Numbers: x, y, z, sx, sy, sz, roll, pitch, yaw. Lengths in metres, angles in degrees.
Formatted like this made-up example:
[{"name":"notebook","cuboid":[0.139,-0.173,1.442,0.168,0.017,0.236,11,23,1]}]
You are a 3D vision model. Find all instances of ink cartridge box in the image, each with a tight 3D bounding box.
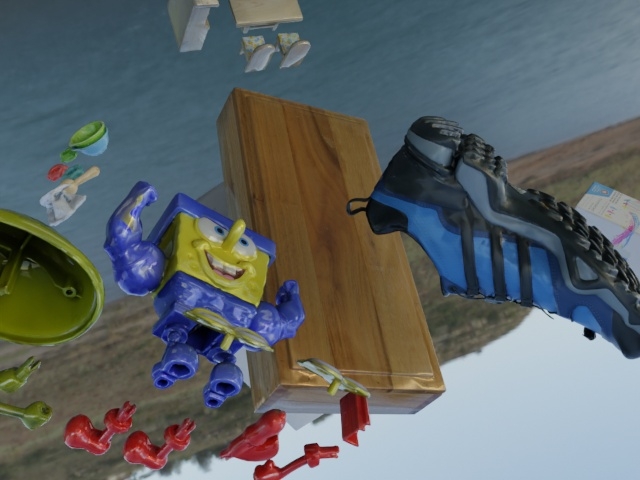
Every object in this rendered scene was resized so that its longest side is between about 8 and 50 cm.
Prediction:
[{"name":"ink cartridge box","cuboid":[0.401,0.003,0.903,0.092,0.143,0.090,-37,147,-46]}]

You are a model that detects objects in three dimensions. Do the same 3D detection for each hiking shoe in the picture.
[{"name":"hiking shoe","cuboid":[0.180,0.015,0.653,0.132,0.304,0.113,-52,174,26]}]

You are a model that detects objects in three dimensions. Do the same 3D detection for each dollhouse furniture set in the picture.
[{"name":"dollhouse furniture set","cuboid":[-0.146,-0.447,1.279,0.241,0.212,0.161,-14,169,-24]}]

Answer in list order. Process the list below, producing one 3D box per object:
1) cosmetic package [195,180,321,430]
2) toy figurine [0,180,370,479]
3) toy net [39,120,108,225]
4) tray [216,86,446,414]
[{"name":"cosmetic package","cuboid":[-0.093,0.111,1.096,0.155,0.366,0.197,-34,-145,8]},{"name":"toy figurine","cuboid":[-0.137,0.046,0.589,0.362,0.217,0.191,27,123,-22]},{"name":"toy net","cuboid":[-0.430,-0.112,1.149,0.122,0.045,0.232,-13,-140,16]},{"name":"tray","cuboid":[0.000,0.000,0.825,0.202,0.411,0.076,9,140,-28]}]
